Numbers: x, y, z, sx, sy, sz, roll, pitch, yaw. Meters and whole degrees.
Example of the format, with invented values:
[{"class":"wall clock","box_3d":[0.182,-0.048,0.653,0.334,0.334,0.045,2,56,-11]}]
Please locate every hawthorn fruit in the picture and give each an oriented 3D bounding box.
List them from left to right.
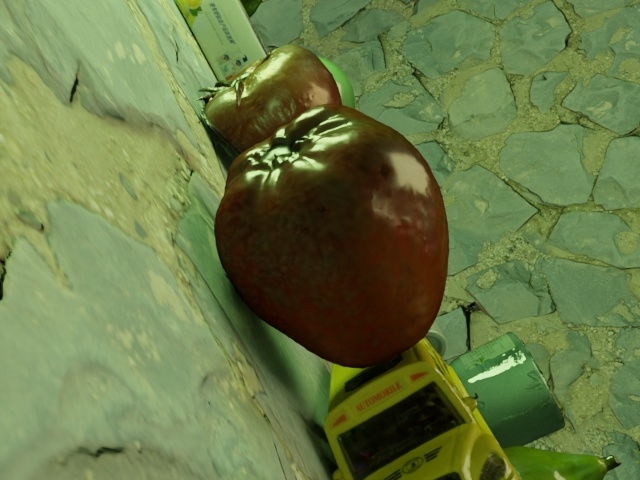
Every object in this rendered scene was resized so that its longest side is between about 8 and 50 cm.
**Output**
[{"class":"hawthorn fruit","box_3d":[0.026,0.014,0.636,0.262,0.211,0.210,58,7,-34]}]

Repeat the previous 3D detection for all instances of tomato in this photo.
[{"class":"tomato","box_3d":[-0.051,-0.185,0.937,0.181,0.155,0.214,42,11,-21]}]

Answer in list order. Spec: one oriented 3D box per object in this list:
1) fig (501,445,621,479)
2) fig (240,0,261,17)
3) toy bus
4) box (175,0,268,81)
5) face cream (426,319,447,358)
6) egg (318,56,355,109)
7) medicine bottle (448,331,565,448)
[{"class":"fig","box_3d":[0.401,0.493,1.371,0.233,0.314,0.233,35,-1,0]},{"class":"fig","box_3d":[-0.242,-0.580,1.502,0.235,0.203,0.203,-3,57,-39]},{"class":"toy bus","box_3d":[0.085,0.179,0.675,0.152,0.144,0.330,60,4,-3]},{"class":"box","box_3d":[-0.152,-0.344,1.274,0.265,0.097,0.168,62,5,-7]},{"class":"face cream","box_3d":[0.193,0.156,1.783,0.145,0.145,0.369,58,8,-40]},{"class":"egg","box_3d":[-0.032,-0.313,1.603,0.220,0.220,0.269,61,-1,-11]},{"class":"medicine bottle","box_3d":[0.369,0.378,1.592,0.245,0.290,0.245,62,4,-7]}]
